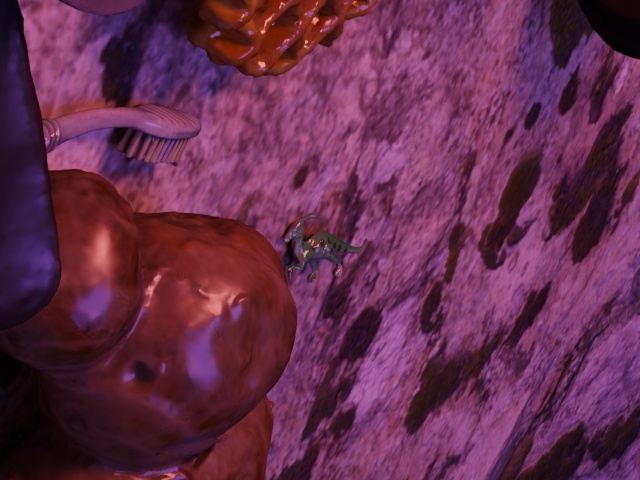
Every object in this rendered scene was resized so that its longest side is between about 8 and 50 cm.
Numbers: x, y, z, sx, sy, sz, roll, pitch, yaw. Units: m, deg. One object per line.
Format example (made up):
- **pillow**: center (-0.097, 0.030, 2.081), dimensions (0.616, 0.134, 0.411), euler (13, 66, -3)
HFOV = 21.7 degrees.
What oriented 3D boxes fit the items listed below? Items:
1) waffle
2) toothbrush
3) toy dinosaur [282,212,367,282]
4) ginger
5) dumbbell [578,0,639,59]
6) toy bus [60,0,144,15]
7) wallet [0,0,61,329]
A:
- **waffle**: center (0.007, -0.205, 0.931), dimensions (0.249, 0.056, 0.253), euler (-65, 164, 13)
- **toothbrush**: center (-0.172, -0.051, 0.826), dimensions (0.375, 0.028, 0.037), euler (-6, 130, -60)
- **toy dinosaur**: center (0.000, 0.000, 1.196), dimensions (0.083, 0.021, 0.062), euler (-41, 135, -33)
- **ginger**: center (-0.111, 0.088, 0.958), dimensions (0.244, 0.155, 0.304), euler (-23, 127, -42)
- **dumbbell**: center (0.249, -0.258, 1.206), dimensions (0.185, 0.185, 0.388), euler (-59, 154, -4)
- **toy bus**: center (-0.094, -0.210, 0.685), dimensions (0.209, 0.136, 0.126), euler (-61, 156, 1)
- **wallet**: center (-0.267, 0.028, 0.653), dimensions (0.377, 0.051, 0.197), euler (-31, 134, -36)
